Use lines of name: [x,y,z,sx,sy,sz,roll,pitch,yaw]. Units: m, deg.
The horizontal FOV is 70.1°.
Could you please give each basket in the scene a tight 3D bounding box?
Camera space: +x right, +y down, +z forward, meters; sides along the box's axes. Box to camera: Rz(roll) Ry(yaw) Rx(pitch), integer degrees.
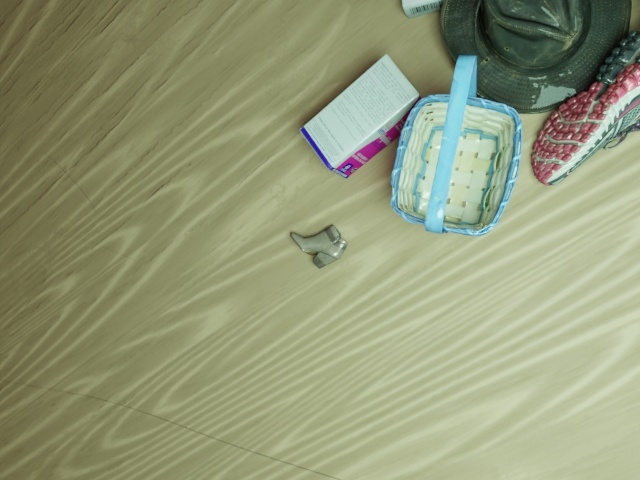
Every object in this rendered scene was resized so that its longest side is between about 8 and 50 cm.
basket: [0.223,-0.135,0.758,0.201,0.289,0.254,14,94,23]

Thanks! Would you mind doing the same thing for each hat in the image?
hat: [0.369,-0.390,0.770,0.331,0.134,0.331,2,98,14]

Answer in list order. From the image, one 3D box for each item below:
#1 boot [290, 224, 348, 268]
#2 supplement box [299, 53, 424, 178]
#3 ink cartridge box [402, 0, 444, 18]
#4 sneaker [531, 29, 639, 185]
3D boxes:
boot: [0.000,0.000,0.983,0.087,0.042,0.118,-46,73,8]
supplement box: [0.089,-0.241,0.917,0.220,0.111,0.114,-39,74,16]
ink cartridge box: [0.251,-0.580,0.900,0.189,0.066,0.232,-5,89,23]
sneaker: [0.485,-0.205,0.755,0.112,0.121,0.299,31,115,-21]
